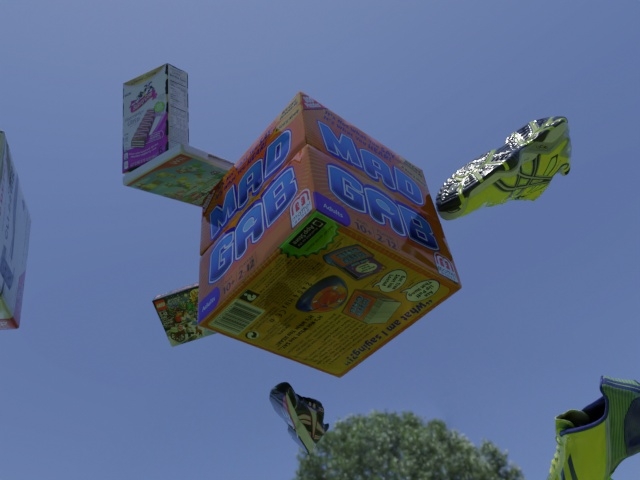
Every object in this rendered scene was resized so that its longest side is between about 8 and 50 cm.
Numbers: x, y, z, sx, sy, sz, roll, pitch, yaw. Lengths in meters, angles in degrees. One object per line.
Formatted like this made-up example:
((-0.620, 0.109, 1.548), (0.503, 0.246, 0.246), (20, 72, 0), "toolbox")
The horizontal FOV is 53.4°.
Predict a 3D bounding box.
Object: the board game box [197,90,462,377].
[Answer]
((0.000, 0.000, 1.296), (0.356, 0.356, 0.356), (27, -55, -30), "board game box")

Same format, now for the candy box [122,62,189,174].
((-0.387, -0.275, 1.487), (0.159, 0.233, 0.071), (-13, -16, 33), "candy box")

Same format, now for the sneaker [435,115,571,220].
((0.430, -0.137, 1.429), (0.385, 0.145, 0.147), (-31, -71, -15), "sneaker")

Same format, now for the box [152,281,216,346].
((-0.362, 0.209, 1.897), (0.233, 0.044, 0.159), (-18, -76, 6), "box")

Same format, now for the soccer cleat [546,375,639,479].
((0.380, 0.298, 0.919), (0.121, 0.093, 0.289), (26, -52, 8), "soccer cleat")

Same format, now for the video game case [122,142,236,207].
((-0.283, -0.140, 1.491), (0.204, 0.025, 0.285), (-21, -23, 33), "video game case")

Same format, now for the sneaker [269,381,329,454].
((-0.035, 0.317, 1.191), (0.077, 0.072, 0.178), (-39, -46, -23), "sneaker")

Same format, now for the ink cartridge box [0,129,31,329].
((-0.486, -0.006, 0.881), (0.114, 0.196, 0.273), (2, -24, -15), "ink cartridge box")
